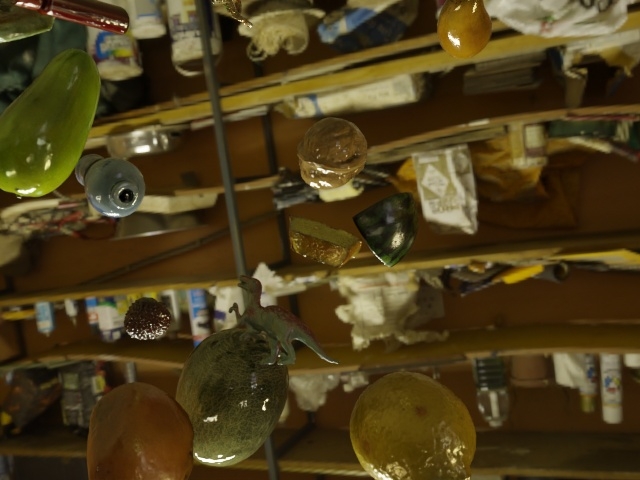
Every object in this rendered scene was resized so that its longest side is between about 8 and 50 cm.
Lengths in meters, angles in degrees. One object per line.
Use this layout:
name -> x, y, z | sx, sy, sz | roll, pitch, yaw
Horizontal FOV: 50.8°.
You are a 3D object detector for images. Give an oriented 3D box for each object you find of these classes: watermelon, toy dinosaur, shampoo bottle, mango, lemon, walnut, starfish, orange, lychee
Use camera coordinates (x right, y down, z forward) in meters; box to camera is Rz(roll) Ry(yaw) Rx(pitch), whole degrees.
watermelon -> 0.170, -0.019, 1.644 | 0.193, 0.145, 0.137 | -22, 170, -28
toy dinosaur -> -0.070, 0.171, 1.329 | 0.242, 0.167, 0.053 | 11, 172, 18
shampoo bottle -> -0.588, -0.551, 1.587 | 0.260, 0.064, 0.102 | 1, -147, -47
mango -> 0.268, -0.401, 1.251 | 0.102, 0.084, 0.184 | -25, 163, 5
lemon -> 0.180, 0.371, 1.289 | 0.228, 0.228, 0.253 | -11, -165, -32
walnut -> 0.023, -0.189, 1.448 | 0.149, 0.166, 0.167 | 32, -151, 33
starfish -> -0.236, -0.612, 1.660 | 0.053, 0.209, 0.150 | -31, -162, 28
mango -> -0.498, -0.214, 1.235 | 0.143, 0.293, 0.175 | 23, 168, 3
orange -> -0.318, 0.376, 1.215 | 0.183, 0.248, 0.249 | -8, -175, -12
lychee -> -0.485, 0.218, 1.881 | 0.129, 0.123, 0.123 | -27, -171, -12

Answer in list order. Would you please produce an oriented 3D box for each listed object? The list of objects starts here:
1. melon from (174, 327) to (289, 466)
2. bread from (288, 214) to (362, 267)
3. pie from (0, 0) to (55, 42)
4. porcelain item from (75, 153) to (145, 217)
melon -> -0.200, 0.347, 1.494 | 0.249, 0.329, 0.248 | 19, -158, -8
bread -> 0.000, 0.000, 1.578 | 0.187, 0.065, 0.103 | 20, -150, 7
pie -> -0.814, -0.585, 1.675 | 0.303, 0.302, 0.067 | -12, 146, -40
porcelain item -> -0.510, -0.140, 1.621 | 0.141, 0.141, 0.259 | -11, -155, -32
